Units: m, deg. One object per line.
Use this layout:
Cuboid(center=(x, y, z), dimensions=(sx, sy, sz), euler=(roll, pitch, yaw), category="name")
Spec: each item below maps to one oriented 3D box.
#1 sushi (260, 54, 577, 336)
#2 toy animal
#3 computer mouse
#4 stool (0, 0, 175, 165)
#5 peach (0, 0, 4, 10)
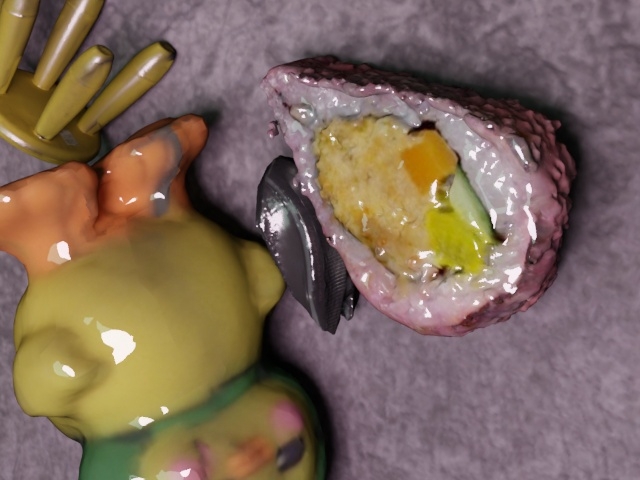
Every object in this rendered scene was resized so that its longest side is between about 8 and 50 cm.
Cuboid(center=(0.059, -0.029, 0.853), dimensions=(0.241, 0.107, 0.161), euler=(18, 109, 32), category="sushi")
Cuboid(center=(-0.123, 0.094, 0.938), dimensions=(0.191, 0.216, 0.338), euler=(-18, 96, 58), category="toy animal")
Cuboid(center=(0.000, 0.000, 0.907), dimensions=(0.047, 0.079, 0.135), euler=(-15, 99, 35), category="computer mouse")
Cuboid(center=(-0.195, -0.131, 0.966), dimensions=(0.135, 0.134, 0.110), euler=(26, 116, -28), category="stool")
Cuboid(center=(-0.407, -0.211, 0.964), dimensions=(0.315, 0.314, 0.281), euler=(-53, 55, 23), category="peach")
